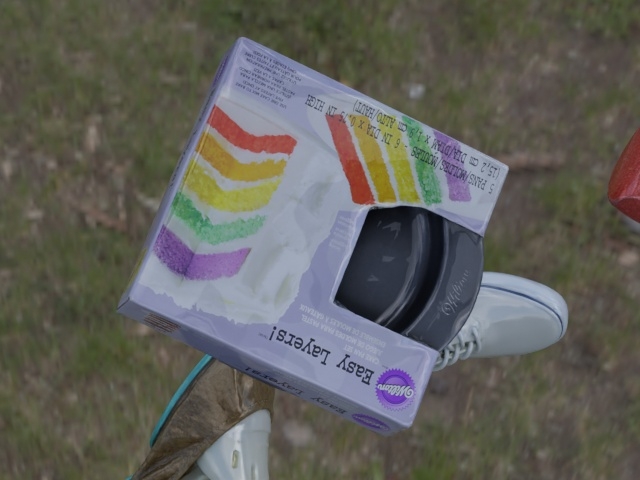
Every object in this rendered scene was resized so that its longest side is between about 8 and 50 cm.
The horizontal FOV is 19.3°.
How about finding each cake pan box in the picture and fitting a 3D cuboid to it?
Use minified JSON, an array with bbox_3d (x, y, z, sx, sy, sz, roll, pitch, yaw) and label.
[{"bbox_3d":[0.000,0.000,1.534,0.267,0.070,0.245,27,75,-11],"label":"cake pan box"}]

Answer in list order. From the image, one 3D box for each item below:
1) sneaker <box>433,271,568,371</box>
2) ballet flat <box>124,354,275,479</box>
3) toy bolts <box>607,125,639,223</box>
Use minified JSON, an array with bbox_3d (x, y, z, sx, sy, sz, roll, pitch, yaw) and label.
[{"bbox_3d":[0.105,0.091,1.788,0.258,0.094,0.091,-2,38,10],"label":"sneaker"},{"bbox_3d":[-0.127,0.236,1.766,0.124,0.116,0.342,43,97,23],"label":"ballet flat"},{"bbox_3d":[0.263,-0.058,0.872,0.158,0.218,0.228,42,53,-14],"label":"toy bolts"}]
